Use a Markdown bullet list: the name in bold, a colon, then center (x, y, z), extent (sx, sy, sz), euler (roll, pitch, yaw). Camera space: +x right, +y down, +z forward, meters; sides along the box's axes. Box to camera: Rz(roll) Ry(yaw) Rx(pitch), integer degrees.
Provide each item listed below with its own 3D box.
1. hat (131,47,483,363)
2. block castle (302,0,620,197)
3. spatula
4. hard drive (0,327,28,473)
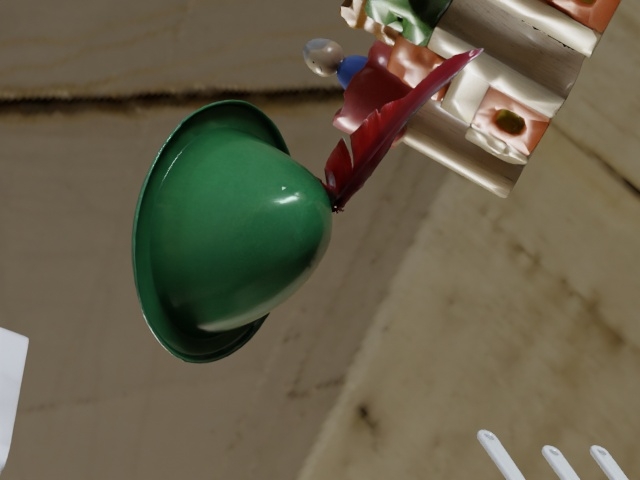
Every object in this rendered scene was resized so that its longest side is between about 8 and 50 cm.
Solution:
- **hat**: center (0.000, 0.000, 0.971), extent (0.173, 0.183, 0.208), euler (-48, -43, -37)
- **block castle**: center (0.154, -0.268, 1.134), extent (0.303, 0.213, 0.453), euler (-58, -5, -32)
- **spatula**: center (0.221, 0.223, 1.177), extent (0.168, 0.242, 0.019), euler (11, -64, -28)
- **hard drive**: center (-0.404, 0.085, 1.249), extent (0.319, 0.210, 0.040), euler (23, -70, -15)
